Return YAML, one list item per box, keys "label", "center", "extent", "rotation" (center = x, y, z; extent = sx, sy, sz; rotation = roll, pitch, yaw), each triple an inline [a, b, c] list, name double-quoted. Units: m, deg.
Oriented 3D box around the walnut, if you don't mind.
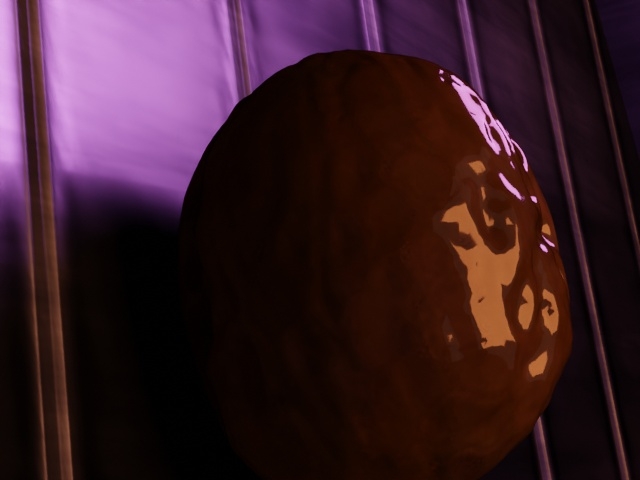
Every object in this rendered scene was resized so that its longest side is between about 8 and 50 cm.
- label: "walnut"
  center: [0.039, 0.035, 1.578]
  extent: [0.354, 0.308, 0.398]
  rotation: [113, -32, -69]
